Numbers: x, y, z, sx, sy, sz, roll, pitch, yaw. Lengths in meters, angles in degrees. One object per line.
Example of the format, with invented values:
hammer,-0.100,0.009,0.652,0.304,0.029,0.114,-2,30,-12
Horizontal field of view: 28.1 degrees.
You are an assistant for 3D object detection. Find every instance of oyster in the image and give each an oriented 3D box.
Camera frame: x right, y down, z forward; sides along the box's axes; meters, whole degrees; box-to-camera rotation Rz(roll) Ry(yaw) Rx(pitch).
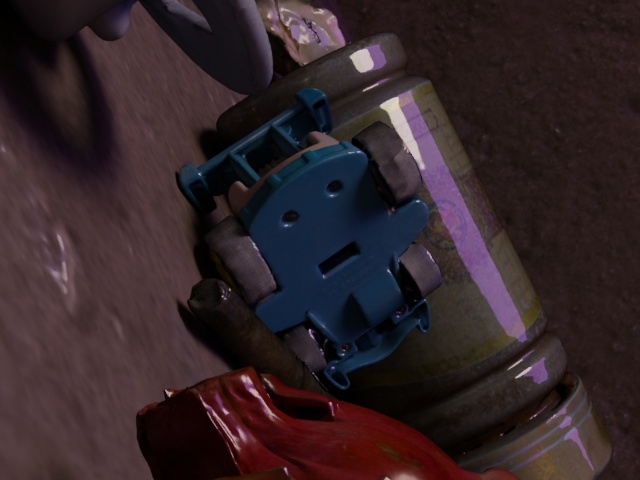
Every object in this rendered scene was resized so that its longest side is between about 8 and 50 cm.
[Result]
oyster,-0.046,-0.216,1.199,0.354,0.107,0.201,71,21,-44

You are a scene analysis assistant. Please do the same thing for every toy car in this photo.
toy car,0.000,0.000,0.756,0.098,0.126,0.161,48,-10,46

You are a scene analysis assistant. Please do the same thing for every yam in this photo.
yam,-0.014,0.077,0.707,0.234,0.029,0.027,50,16,-57

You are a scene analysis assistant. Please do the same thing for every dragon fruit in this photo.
dragon fruit,0.006,0.112,0.394,0.166,0.133,0.136,64,16,-7

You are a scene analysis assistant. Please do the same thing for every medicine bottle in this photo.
medicine bottle,0.061,0.031,0.871,0.322,0.151,0.151,63,9,-3

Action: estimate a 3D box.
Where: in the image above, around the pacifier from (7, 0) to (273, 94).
pacifier,-0.077,-0.209,0.570,0.287,0.226,0.238,60,-9,-28
